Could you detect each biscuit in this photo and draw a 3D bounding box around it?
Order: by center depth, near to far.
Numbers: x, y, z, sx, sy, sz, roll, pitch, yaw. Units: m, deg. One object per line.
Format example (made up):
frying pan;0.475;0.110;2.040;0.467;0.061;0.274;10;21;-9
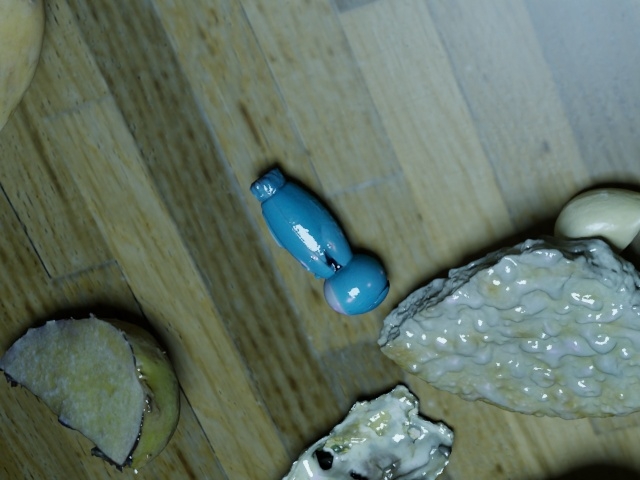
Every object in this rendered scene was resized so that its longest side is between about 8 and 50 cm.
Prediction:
biscuit;0.167;0.063;0.929;0.265;0.040;0.188;1;135;17

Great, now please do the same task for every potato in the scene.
potato;-0.261;-0.131;0.927;0.109;0.118;0.178;19;111;-35
potato;-0.167;0.105;1.050;0.172;0.089;0.101;27;103;37

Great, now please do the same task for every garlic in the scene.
garlic;0.190;-0.006;0.910;0.053;0.041;0.083;18;130;-7

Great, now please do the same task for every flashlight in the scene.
flashlight;0.000;0.000;0.960;0.051;0.051;0.129;-35;97;27

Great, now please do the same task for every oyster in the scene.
oyster;0.016;0.185;1.055;0.199;0.061;0.106;-20;92;20
